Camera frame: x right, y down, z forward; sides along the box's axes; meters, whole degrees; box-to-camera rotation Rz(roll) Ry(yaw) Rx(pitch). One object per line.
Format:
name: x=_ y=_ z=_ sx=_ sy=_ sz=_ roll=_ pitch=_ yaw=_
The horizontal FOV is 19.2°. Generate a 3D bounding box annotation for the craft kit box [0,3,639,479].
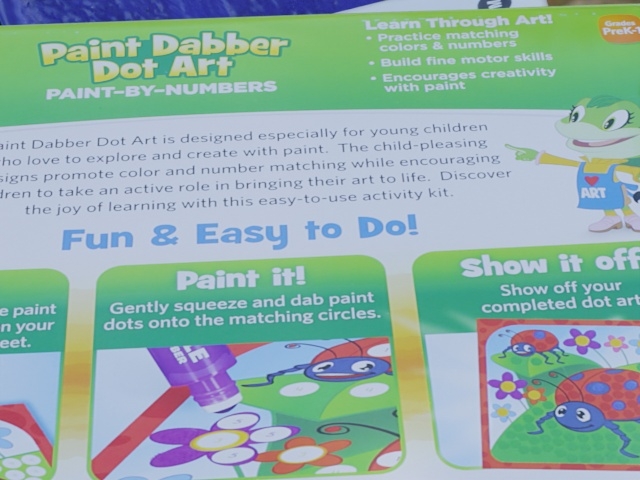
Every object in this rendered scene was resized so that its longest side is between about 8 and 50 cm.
craft kit box: x=-0.019 y=0.033 z=0.477 sx=0.250 sy=0.061 sz=0.246 roll=-2 pitch=45 yaw=-2

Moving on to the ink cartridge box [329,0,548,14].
ink cartridge box: x=0.000 y=0.000 z=0.729 sx=0.224 sy=0.045 sz=0.223 roll=-16 pitch=46 yaw=4

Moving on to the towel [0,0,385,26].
towel: x=-0.047 y=-0.060 z=1.063 sx=0.308 sy=0.227 sz=0.076 roll=0 pitch=-37 yaw=-37
